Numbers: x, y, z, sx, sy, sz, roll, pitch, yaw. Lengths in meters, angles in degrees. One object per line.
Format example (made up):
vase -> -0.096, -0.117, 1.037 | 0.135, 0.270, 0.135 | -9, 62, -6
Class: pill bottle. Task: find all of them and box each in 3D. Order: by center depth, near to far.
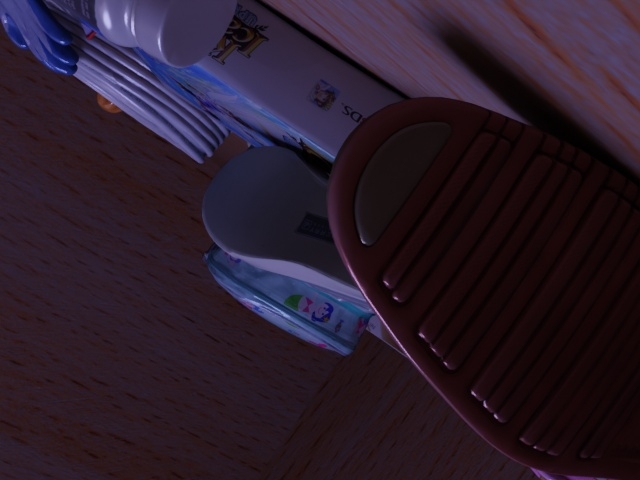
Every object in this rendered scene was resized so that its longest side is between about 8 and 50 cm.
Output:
pill bottle -> -0.117, -0.157, 0.634 | 0.137, 0.078, 0.078 | 34, 178, 21

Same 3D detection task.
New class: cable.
cable -> -0.196, -0.182, 1.152 | 0.257, 0.089, 0.257 | 33, 178, 28

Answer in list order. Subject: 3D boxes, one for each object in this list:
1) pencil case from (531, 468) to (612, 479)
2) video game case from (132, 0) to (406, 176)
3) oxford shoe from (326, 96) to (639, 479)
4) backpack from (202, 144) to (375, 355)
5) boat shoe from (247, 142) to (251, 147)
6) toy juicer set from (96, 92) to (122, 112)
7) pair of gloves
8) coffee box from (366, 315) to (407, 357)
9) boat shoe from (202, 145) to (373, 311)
pencil case -> 0.316, 0.205, 1.142 | 0.167, 0.160, 0.386 | 43, -177, 31
video game case -> -0.029, -0.100, 0.821 | 0.244, 0.061, 0.269 | 33, 178, 6
oxford shoe -> 0.135, 0.047, 0.622 | 0.397, 0.140, 0.146 | 37, -177, -32
backpack -> 0.000, 0.000, 1.124 | 0.225, 0.191, 0.253 | 31, 172, -9
boat shoe -> -0.027, -0.091, 1.289 | 0.043, 0.049, 0.137 | -15, 146, 31
toy juicer set -> -0.296, -0.233, 1.584 | 0.329, 0.089, 0.209 | 34, 178, 19
pair of gloves -> -0.251, -0.218, 0.962 | 0.159, 0.023, 0.198 | 52, 153, -9
coffee box -> 0.103, 0.068, 1.586 | 0.246, 0.141, 0.098 | 35, 178, -2
boat shoe -> 0.009, 0.004, 0.718 | 0.227, 0.079, 0.081 | 24, 168, 48
